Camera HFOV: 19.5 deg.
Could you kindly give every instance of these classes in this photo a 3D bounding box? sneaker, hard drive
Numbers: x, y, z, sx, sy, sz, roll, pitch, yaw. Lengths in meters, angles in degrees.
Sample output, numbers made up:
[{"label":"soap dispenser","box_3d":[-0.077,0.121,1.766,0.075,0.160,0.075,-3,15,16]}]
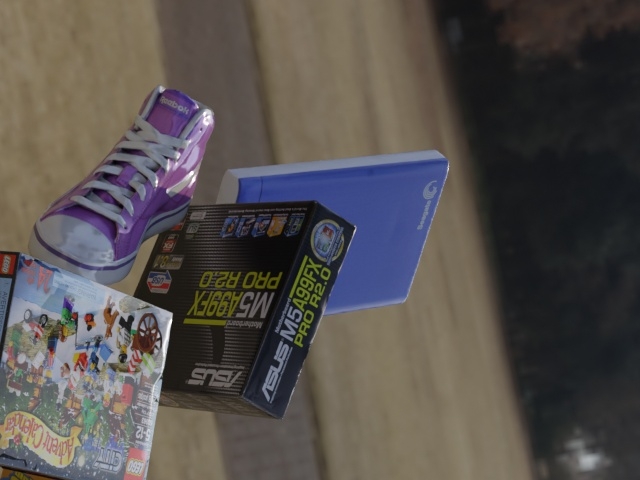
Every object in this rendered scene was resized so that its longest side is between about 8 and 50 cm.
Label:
[{"label":"sneaker","box_3d":[-0.187,-0.069,1.805,0.161,0.102,0.282,-65,174,27]},{"label":"hard drive","box_3d":[0.000,0.000,2.238,0.040,0.318,0.210,41,-54,40]}]

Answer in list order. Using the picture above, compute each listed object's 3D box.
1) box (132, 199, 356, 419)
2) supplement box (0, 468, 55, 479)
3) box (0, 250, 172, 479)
[{"label":"box","box_3d":[-0.101,0.068,1.921,0.060,0.270,0.216,33,71,-33]},{"label":"supplement box","box_3d":[-0.269,0.229,1.888,0.080,0.078,0.233,-23,139,-48]},{"label":"box","box_3d":[-0.205,0.110,1.491,0.233,0.044,0.159,28,68,-61]}]
